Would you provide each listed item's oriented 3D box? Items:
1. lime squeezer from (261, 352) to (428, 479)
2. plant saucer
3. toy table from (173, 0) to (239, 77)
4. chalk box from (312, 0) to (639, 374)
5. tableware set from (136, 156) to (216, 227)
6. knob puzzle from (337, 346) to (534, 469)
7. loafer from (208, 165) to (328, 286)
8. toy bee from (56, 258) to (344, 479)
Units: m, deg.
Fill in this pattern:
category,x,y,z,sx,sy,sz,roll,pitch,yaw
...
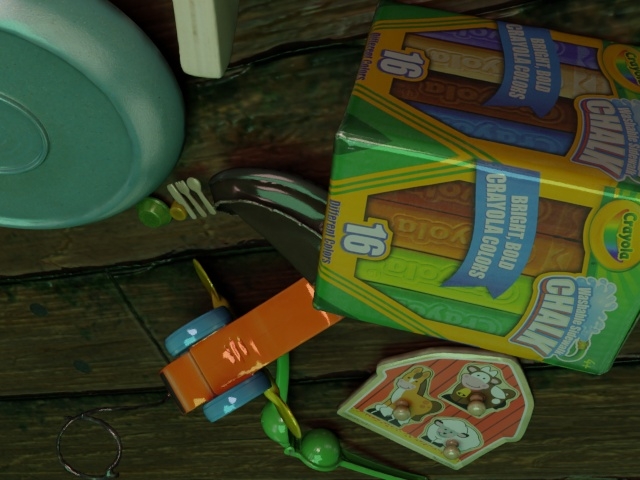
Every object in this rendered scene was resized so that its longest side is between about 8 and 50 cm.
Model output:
category,x,y,z,sx,sy,sz,roll,pitch,yaw
lime squeezer,0.002,0.212,1.040,0.110,0.059,0.310,-37,118,4
plant saucer,-0.271,-0.101,0.739,0.317,0.044,0.318,3,144,2
toy table,-0.060,-0.249,0.536,0.252,0.161,0.274,0,133,18
chalk box,0.158,-0.034,0.656,0.288,0.179,0.180,12,135,6
tableware set,-0.167,-0.074,0.833,0.104,0.024,0.154,-12,129,31
knob puzzle,0.139,0.178,0.954,0.213,0.030,0.213,5,134,5
loafer,0.000,0.000,0.789,0.220,0.078,0.080,21,169,-4
toy bee,-0.106,0.114,0.913,0.298,0.162,0.195,-11,88,8
